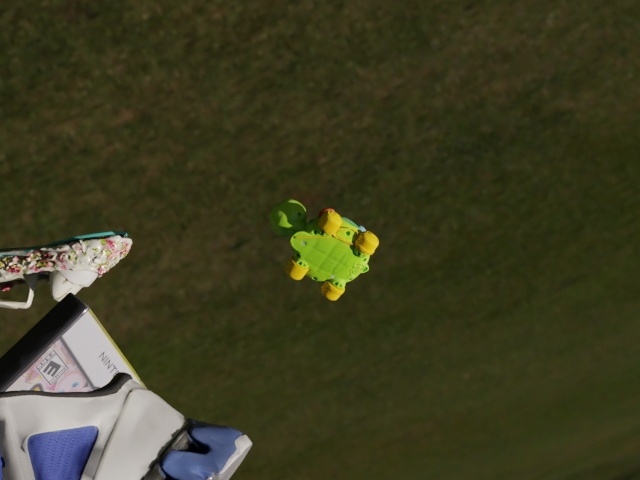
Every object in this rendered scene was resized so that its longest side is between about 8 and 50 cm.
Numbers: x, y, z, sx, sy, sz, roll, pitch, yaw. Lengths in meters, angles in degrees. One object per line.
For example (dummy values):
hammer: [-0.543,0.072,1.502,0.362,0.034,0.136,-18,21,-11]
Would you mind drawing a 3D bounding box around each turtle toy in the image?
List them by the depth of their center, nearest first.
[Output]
turtle toy: [0.000,0.000,1.568,0.095,0.130,0.066,-53,-164,24]

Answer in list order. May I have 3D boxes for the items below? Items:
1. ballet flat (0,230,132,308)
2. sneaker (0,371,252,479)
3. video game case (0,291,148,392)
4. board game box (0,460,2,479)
ballet flat: [-0.344,0.043,1.690,0.240,0.077,0.091,-8,167,7]
sneaker: [-0.220,0.221,1.071,0.315,0.182,0.127,-47,169,-21]
video game case: [-0.284,0.220,1.361,0.275,0.035,0.248,-46,143,-17]
board game box: [-0.313,0.079,0.806,0.233,0.347,0.078,-15,146,4]
